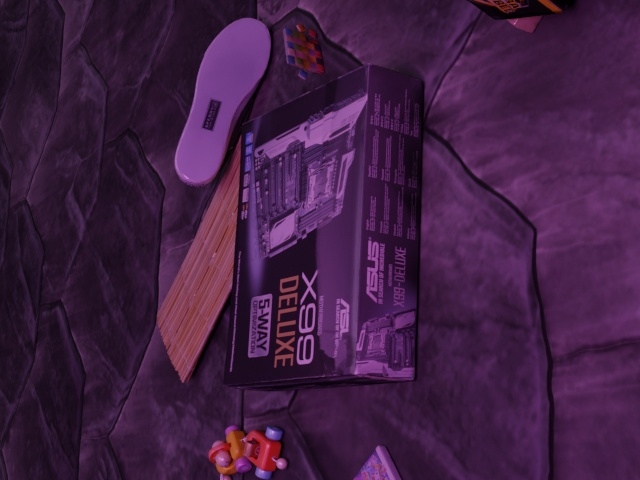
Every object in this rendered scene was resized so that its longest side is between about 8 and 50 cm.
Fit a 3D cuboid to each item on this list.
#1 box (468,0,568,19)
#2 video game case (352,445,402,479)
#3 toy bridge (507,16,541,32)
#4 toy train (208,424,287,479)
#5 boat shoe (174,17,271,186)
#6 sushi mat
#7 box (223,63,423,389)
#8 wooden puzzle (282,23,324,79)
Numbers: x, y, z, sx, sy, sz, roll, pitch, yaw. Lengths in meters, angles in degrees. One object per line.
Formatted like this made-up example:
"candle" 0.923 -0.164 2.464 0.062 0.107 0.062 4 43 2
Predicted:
"box" 0.122 -0.370 0.808 0.079 0.257 0.321 2 78 41
"video game case" 0.045 0.269 0.982 0.122 0.011 0.087 -59 38 28
"toy bridge" 0.158 -0.258 0.954 0.063 0.026 0.188 -62 37 22
"toy train" -0.098 0.276 1.167 0.125 0.046 0.166 30 105 56
"boat shoe" -0.124 -0.173 1.323 0.076 0.080 0.228 111 177 -84
"sushi mat" -0.134 0.021 1.324 0.316 0.019 0.151 -62 35 24
"box" 0.000 0.000 1.071 0.242 0.077 0.307 -15 68 54
"wooden puzzle" -0.020 -0.220 1.193 0.006 0.049 0.083 -38 50 43
